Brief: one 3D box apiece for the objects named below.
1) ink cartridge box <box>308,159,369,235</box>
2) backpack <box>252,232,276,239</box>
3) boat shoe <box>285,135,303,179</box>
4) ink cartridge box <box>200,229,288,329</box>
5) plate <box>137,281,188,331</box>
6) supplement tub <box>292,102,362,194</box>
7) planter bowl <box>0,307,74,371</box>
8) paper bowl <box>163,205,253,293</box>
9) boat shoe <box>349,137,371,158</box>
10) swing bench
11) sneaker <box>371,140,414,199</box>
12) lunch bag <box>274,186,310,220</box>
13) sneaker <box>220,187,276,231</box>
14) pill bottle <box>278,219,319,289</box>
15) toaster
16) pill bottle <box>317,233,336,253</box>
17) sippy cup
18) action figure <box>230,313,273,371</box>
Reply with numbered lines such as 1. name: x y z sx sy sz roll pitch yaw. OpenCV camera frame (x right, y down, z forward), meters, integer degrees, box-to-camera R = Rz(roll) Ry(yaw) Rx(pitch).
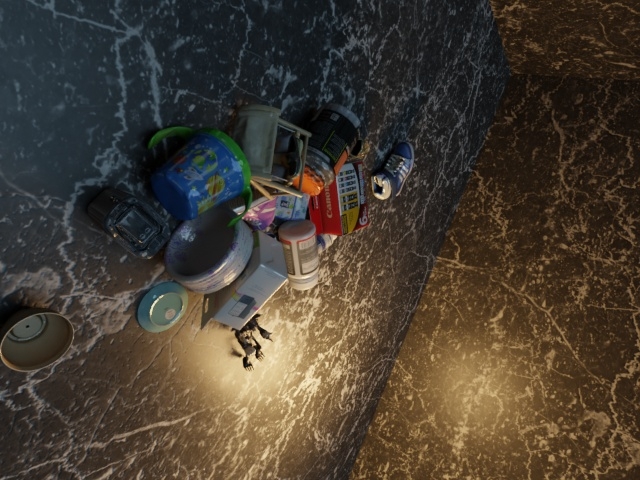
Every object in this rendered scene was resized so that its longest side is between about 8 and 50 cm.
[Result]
1. ink cartridge box: 0.079 -0.187 1.829 0.272 0.130 0.309 -23 111 -44
2. backpack: -0.254 0.041 1.586 0.173 0.117 0.158 -36 133 -35
3. boat shoe: -0.092 -0.276 1.348 0.049 0.056 0.152 24 59 -43
4. ink cartridge box: -0.274 0.161 1.425 0.119 0.207 0.353 32 114 -29
5. plate: -0.538 0.235 1.406 0.188 0.024 0.188 -27 127 -43
6. supplement tub: 0.007 -0.361 1.618 0.338 0.207 0.207 -59 143 -19
7. planter bowl: -0.754 0.243 1.062 0.162 0.109 0.162 -26 127 -42
8. paper bowl: -0.349 0.038 1.323 0.284 0.284 0.148 -55 142 -17
9. boat shoe: 0.153 -0.428 1.886 0.285 0.089 0.105 -12 117 -49
10. swing bench: -0.178 -0.301 1.405 0.254 0.165 0.253 23 69 -54
11. sneaker: 0.376 -0.372 2.163 0.236 0.130 0.323 -11 122 -53
12. lunch bag: -0.128 -0.155 1.675 0.151 0.096 0.129 3 109 -38
13. sneaker: -0.269 -0.090 1.519 0.282 0.102 0.161 -23 128 -44
14. pill bottle: -0.089 0.063 1.772 0.161 0.161 0.283 -34 133 -37
15. toaster: -0.546 -0.056 1.141 0.129 0.146 0.227 -55 143 -19
16. pill bottle: 0.000 0.000 1.909 0.169 0.094 0.094 -36 133 -37
17. sippy cup: -0.365 -0.181 1.205 0.224 0.305 0.240 -50 153 -38
18. action figure: -0.285 0.421 1.729 0.164 0.141 0.276 -30 133 -38
